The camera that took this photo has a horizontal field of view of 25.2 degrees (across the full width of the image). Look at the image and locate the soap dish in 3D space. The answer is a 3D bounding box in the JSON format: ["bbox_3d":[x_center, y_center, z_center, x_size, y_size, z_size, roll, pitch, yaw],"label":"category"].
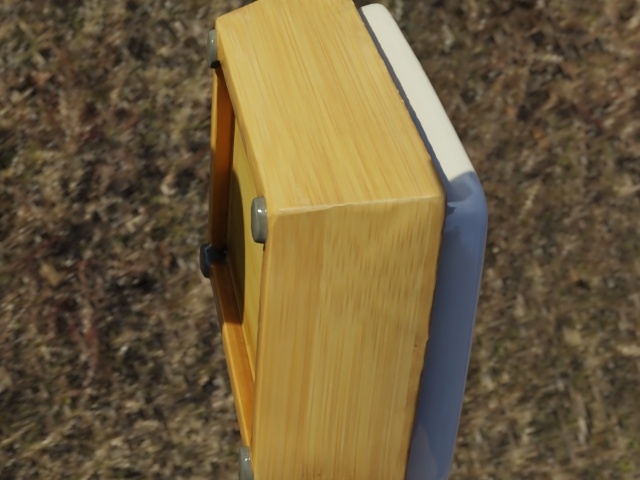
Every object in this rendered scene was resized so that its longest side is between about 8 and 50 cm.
[{"bbox_3d":[0.000,0.000,0.845,0.118,0.229,0.291,-2,32,-11],"label":"soap dish"}]
